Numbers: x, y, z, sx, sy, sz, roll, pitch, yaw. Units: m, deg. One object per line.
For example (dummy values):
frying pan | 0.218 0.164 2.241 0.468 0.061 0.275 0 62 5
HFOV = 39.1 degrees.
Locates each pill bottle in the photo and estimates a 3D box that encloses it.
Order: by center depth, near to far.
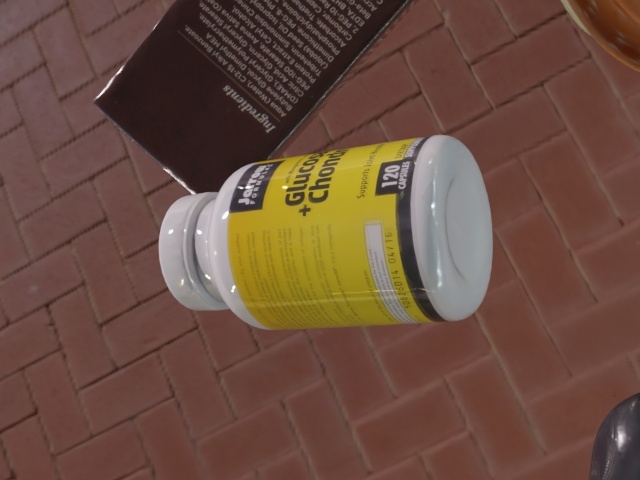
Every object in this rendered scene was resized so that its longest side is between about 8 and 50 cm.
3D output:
pill bottle | 0.000 0.000 0.530 0.184 0.103 0.103 -6 79 28

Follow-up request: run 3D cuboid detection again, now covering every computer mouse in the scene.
computer mouse | 0.357 0.300 0.984 0.188 0.072 0.272 6 102 0

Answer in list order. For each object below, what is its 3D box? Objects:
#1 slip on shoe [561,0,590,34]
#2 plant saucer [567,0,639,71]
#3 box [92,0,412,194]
slip on shoe | 0.297 -0.373 1.047 0.101 0.331 0.123 -18 42 19
plant saucer | 0.249 -0.223 0.699 0.037 0.200 0.200 -30 72 -9
box | 0.009 -0.213 0.719 0.143 0.191 0.381 40 102 -4
